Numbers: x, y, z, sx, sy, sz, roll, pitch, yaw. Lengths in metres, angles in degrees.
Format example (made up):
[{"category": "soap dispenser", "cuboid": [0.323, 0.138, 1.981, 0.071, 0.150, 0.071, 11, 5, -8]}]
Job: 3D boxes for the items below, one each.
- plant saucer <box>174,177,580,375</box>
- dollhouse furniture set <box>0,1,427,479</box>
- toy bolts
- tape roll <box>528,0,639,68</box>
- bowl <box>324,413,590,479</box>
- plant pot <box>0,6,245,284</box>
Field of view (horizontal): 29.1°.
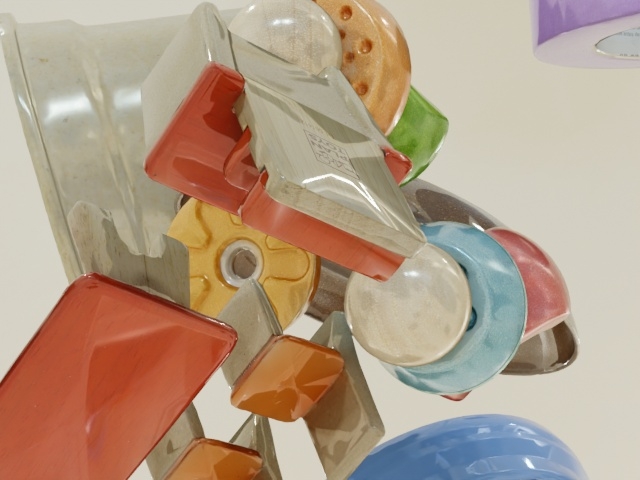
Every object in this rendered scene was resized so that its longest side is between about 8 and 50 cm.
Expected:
[{"category": "plant saucer", "cuboid": [0.044, 0.014, 0.901, 0.310, 0.310, 0.050, 24, -109, -8]}, {"category": "dollhouse furniture set", "cuboid": [-0.078, 0.040, 0.530, 0.262, 0.135, 0.259, 23, -62, -31]}, {"category": "toy bolts", "cuboid": [0.000, 0.000, 0.647, 0.218, 0.158, 0.228, -46, -110, 12]}, {"category": "tape roll", "cuboid": [0.290, -0.192, 0.901, 0.274, 0.275, 0.090, -5, -91, -6]}, {"category": "bowl", "cuboid": [0.105, 0.343, 1.176, 0.391, 0.077, 0.391, -15, -52, -20]}, {"category": "plant pot", "cuboid": [-0.095, -0.081, 1.121, 0.305, 0.334, 0.334, -17, -83, -8]}]
